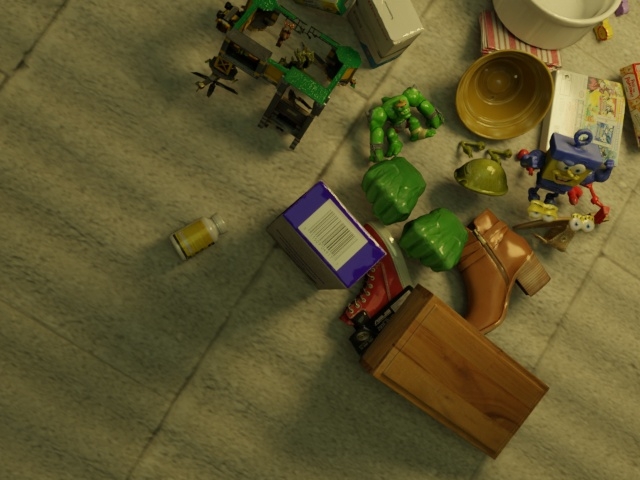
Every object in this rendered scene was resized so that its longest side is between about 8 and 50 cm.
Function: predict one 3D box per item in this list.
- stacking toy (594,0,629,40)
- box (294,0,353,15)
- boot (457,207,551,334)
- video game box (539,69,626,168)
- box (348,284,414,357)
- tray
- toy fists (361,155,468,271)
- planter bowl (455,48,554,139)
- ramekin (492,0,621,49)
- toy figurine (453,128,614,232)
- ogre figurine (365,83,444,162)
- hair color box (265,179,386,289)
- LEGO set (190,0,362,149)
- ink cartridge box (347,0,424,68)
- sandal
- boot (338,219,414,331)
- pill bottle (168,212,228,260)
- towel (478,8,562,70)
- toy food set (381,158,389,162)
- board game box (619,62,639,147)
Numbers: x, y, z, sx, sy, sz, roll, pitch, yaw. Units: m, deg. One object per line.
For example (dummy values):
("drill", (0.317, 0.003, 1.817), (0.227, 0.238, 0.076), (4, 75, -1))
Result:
("stacking toy", (0.713, -0.610, 1.808), (0.167, 0.052, 0.221), (-22, 90, -11))
("box", (0.007, -0.562, 1.648), (0.179, 0.043, 0.105), (31, 80, 37))
("boot", (0.348, 0.084, 1.679), (0.283, 0.109, 0.220), (-40, 86, 1))
("video game box", (0.624, -0.288, 1.775), (0.187, 0.048, 0.205), (11, 85, -8))
("box", (0.178, 0.211, 1.604), (0.180, 0.077, 0.147), (-43, 118, 3))
("tray", (0.292, 0.286, 1.578), (0.411, 0.076, 0.203), (38, 90, -29))
("toy fists", (0.197, -0.052, 1.612), (0.279, 0.096, 0.142), (51, 37, 0))
("planter bowl", (0.411, -0.345, 1.700), (0.217, 0.090, 0.217), (1, 124, 2))
("ramekin", (0.528, -0.572, 1.701), (0.277, 0.135, 0.277), (5, 68, -13))
("toy figurine", (0.500, -0.186, 1.628), (0.362, 0.217, 0.191), (17, 52, -5))
("ogre figurine", (0.177, -0.266, 1.677), (0.197, 0.097, 0.118), (-25, 109, 4))
("hair color box", (0.000, 0.000, 1.499), (0.110, 0.339, 0.185), (-42, 94, -11))
("LEGO set", (-0.094, -0.356, 1.619), (0.331, 0.192, 0.255), (27, 53, -10))
("ink cartridge box", (0.137, -0.474, 1.628), (0.082, 0.190, 0.140), (-26, 92, -11))
("sandal", (0.566, -0.014, 1.727), (0.240, 0.088, 0.079), (-8, 82, -15))
("boot", (0.103, 0.091, 1.643), (0.176, 0.088, 0.244), (-23, 94, -9))
("pill bottle", (-0.259, -0.011, 1.594), (0.116, 0.065, 0.065), (-31, 92, -10))
("towel", (0.463, -0.465, 1.741), (0.197, 0.029, 0.144), (12, 53, -9))
("toy food set", (0.153, -0.142, 1.697), (0.082, 0.020, 0.083), (10, 85, -9))
("board game box", (0.798, -0.328, 1.786), (0.146, 0.045, 0.194), (-14, 89, -31))
